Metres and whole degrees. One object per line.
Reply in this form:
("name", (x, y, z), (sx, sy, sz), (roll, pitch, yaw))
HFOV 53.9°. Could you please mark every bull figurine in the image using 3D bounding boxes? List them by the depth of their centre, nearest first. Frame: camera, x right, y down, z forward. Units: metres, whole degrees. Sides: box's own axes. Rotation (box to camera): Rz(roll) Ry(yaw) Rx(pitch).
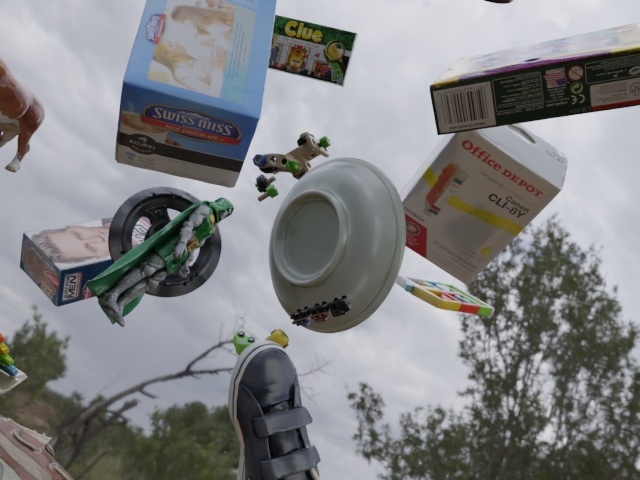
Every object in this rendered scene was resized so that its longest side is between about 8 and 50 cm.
("bull figurine", (-0.607, -0.258, 1.137), (0.101, 0.188, 0.310), (17, -13, 13))

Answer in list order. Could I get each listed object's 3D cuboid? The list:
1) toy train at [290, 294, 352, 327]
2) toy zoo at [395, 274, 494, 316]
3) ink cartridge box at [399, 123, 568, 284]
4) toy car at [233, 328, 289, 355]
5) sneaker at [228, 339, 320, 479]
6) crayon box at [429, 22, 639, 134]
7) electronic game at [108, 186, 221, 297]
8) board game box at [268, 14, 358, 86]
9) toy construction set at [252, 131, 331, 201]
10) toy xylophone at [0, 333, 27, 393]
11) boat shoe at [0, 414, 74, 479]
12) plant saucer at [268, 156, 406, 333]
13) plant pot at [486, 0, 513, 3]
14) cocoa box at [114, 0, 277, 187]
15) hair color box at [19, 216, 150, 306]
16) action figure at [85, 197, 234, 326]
("toy train", (0.000, 0.136, 1.181), (0.158, 0.027, 0.036), (-21, -79, 44))
("toy zoo", (0.358, 0.162, 1.885), (0.293, 0.030, 0.192), (11, 13, -38))
("ink cartridge box", (0.372, -0.113, 1.564), (0.279, 0.160, 0.385), (33, -47, 0))
("toy car", (-0.187, 0.340, 1.872), (0.225, 0.053, 0.239), (22, -56, 33))
("sneaker", (-0.063, 0.320, 0.973), (0.126, 0.321, 0.127), (-8, 14, -35))
("crayon box", (0.426, -0.315, 1.219), (0.363, 0.313, 0.106), (-4, -69, 25))
("electronic game", (-0.312, 0.002, 1.279), (0.229, 0.229, 0.048), (32, -25, -18))
("board game box", (-0.047, -0.484, 1.592), (0.259, 0.136, 0.030), (16, 2, 11))
("toy construction set", (-0.031, -0.180, 1.914), (0.237, 0.257, 0.309), (-32, -45, 14))
("toy xylophone", (-0.751, 0.197, 1.312), (0.236, 0.081, 0.323), (27, -39, 13))
("boat shoe", (-0.464, 0.340, 0.945), (0.324, 0.123, 0.116), (35, 24, 31))
("plant saucer", (0.000, 0.000, 1.386), (0.400, 0.400, 0.100), (0, -11, 44))
("plant pot", (0.378, -0.608, 1.262), (0.215, 0.215, 0.230), (20, -48, 10))
("cocoa box", (-0.225, -0.317, 1.161), (0.231, 0.347, 0.228), (13, -31, -15))
("hair color box", (-0.520, 0.033, 1.537), (0.174, 0.347, 0.105), (35, -59, 29))
("action figure", (-0.208, 0.016, 0.875), (0.063, 0.232, 0.137), (37, -25, 12))
